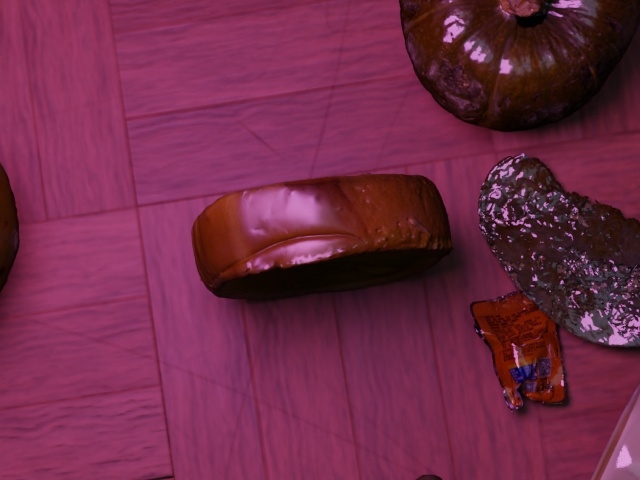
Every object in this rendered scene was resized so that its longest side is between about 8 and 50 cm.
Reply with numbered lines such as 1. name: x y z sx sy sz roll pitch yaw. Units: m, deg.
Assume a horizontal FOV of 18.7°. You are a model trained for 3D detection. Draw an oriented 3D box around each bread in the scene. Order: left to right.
1. bread: 0.000 0.000 1.667 0.236 0.236 0.070 -9 81 1

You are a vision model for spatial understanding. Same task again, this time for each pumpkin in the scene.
1. pumpkin: 0.170 -0.203 1.729 0.219 0.162 0.219 0 85 -1

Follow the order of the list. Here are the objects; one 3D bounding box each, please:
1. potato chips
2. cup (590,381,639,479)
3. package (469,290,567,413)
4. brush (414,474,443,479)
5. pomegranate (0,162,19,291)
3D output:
1. potato chips: 0.232 0.009 1.757 0.142 0.026 0.209 -22 76 -6
2. cup: 0.315 0.265 1.644 0.202 0.173 0.255 26 82 7
3. package: 0.180 0.097 1.745 0.077 0.033 0.110 -13 82 -1
4. brush: 0.165 0.335 1.693 0.084 0.071 0.301 -41 83 -8
5. pomegranate: -0.398 -0.034 1.702 0.231 0.231 0.286 -42 71 -4
